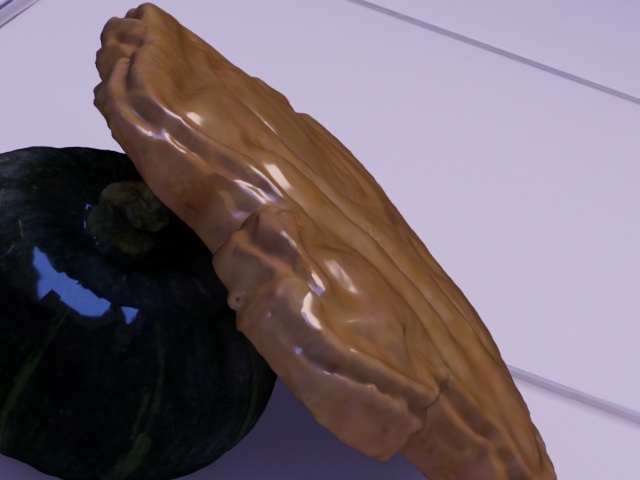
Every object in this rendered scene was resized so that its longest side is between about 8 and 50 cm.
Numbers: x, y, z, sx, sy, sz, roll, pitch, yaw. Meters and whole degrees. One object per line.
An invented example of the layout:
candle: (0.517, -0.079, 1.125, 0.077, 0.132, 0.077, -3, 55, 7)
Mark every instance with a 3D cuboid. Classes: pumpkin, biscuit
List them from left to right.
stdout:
pumpkin: (-0.094, 0.029, 0.594, 0.167, 0.125, 0.167, 32, 9, -6)
biscuit: (0.003, -0.003, 0.626, 0.269, 0.051, 0.376, 46, 9, -11)
